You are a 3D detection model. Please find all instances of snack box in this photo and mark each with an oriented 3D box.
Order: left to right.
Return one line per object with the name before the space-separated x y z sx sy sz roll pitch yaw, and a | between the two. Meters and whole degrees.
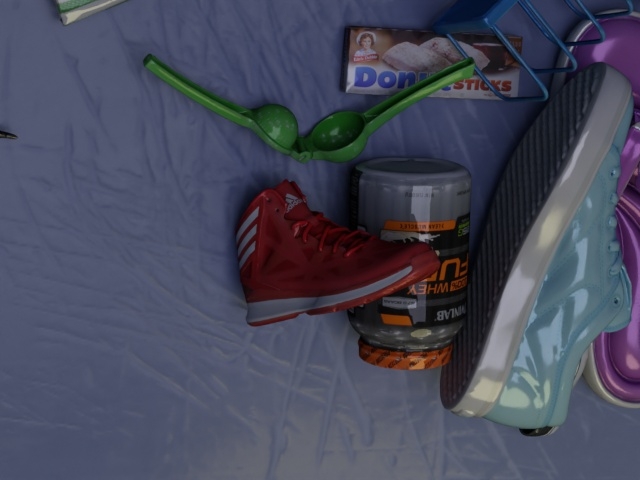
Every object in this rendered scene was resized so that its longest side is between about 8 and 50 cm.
snack box | 0.108 -0.171 1.524 0.178 0.022 0.064 1 102 -17

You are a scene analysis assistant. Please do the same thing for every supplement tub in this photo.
supplement tub | 0.084 0.021 1.511 0.117 0.117 0.190 -4 104 -16

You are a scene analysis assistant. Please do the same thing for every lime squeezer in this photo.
lime squeezer | -0.013 -0.118 1.464 0.311 0.058 0.110 0 143 -14

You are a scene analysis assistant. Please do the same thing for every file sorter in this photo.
file sorter | 0.215 -0.223 1.479 0.170 0.118 0.104 -45 107 -11

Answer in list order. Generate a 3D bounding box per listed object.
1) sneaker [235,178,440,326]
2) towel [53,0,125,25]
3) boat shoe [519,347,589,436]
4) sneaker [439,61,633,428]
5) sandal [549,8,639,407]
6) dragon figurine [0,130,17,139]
sneaker | 0.000 0.000 1.441 0.087 0.221 0.128 -19 92 -55
towel | -0.180 -0.381 1.383 0.248 0.038 0.324 -23 106 -12
boat shoe | 0.236 0.138 1.610 0.040 0.049 0.142 -8 115 -48
sneaker | 0.243 0.013 1.531 0.150 0.135 0.365 18 103 -17
sandal | 0.333 -0.026 1.583 0.169 0.102 0.416 -12 105 -14
dragon figurine | -0.344 -0.192 1.316 0.085 0.144 0.289 -25 108 -10
